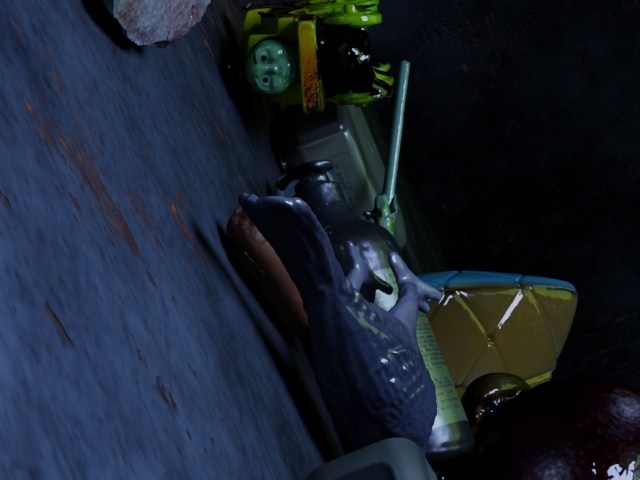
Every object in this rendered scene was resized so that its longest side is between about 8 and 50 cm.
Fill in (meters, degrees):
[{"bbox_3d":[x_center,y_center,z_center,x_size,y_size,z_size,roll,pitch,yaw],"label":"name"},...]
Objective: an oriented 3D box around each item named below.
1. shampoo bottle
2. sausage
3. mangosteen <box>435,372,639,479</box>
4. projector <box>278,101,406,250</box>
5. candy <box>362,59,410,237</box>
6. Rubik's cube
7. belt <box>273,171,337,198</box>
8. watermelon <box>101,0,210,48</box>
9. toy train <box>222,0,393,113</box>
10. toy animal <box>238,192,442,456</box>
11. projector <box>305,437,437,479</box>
[{"bbox_3d":[0.035,0.063,1.424,0.101,0.101,0.284,42,27,-75],"label":"shampoo bottle"},{"bbox_3d":[-0.030,0.030,1.284,0.047,0.040,0.177,24,-19,30],"label":"sausage"},{"bbox_3d":[0.228,0.250,1.581,0.297,0.297,0.293,50,21,-69],"label":"mangosteen"},{"bbox_3d":[0.024,-0.068,1.828,0.269,0.088,0.193,-90,157,-72],"label":"projector"},{"bbox_3d":[0.062,-0.036,1.649,0.091,0.083,0.305,26,66,-53],"label":"candy"},{"bbox_3d":[0.156,0.090,1.819,0.254,0.254,0.254,-23,90,-83],"label":"Rubik's cube"},{"bbox_3d":[0.000,0.000,1.551,0.105,0.058,0.140,26,45,-71],"label":"belt"},{"bbox_3d":[-0.120,-0.180,1.161,0.180,0.081,0.094,-17,101,-68],"label":"watermelon"},{"bbox_3d":[-0.010,-0.184,1.661,0.296,0.160,0.100,-87,172,-78],"label":"toy train"},{"bbox_3d":[0.037,0.078,1.276,0.206,0.081,0.367,-66,143,-56],"label":"toy animal"},{"bbox_3d":[0.043,0.193,1.127,0.083,0.083,0.082,61,9,-46],"label":"projector"}]
